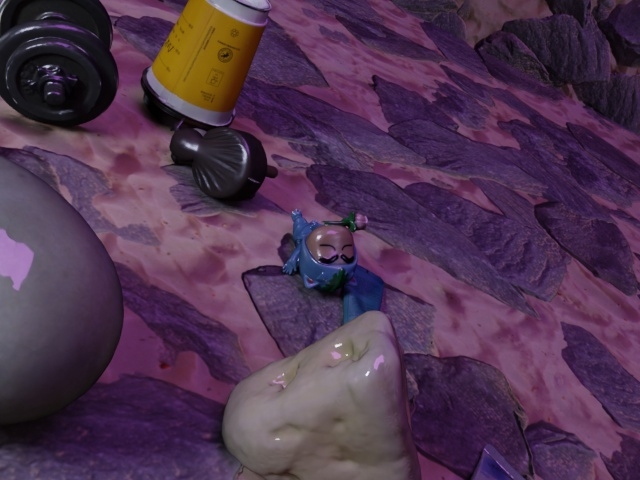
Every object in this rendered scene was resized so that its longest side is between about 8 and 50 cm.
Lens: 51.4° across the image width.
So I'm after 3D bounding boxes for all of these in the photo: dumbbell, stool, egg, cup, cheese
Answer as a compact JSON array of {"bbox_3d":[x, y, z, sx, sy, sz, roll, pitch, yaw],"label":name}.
[{"bbox_3d":[-0.440,-0.314,1.110,0.192,0.192,0.289,10,41,-30],"label":"dumbbell"},{"bbox_3d":[-0.175,-0.144,1.187,0.217,0.125,0.121,26,13,22],"label":"stool"},{"bbox_3d":[-0.370,0.037,0.690,0.352,0.258,0.258,39,35,9],"label":"egg"},{"bbox_3d":[-0.212,-0.349,1.260,0.197,0.279,0.196,24,30,-15],"label":"cup"},{"bbox_3d":[0.021,0.245,0.855,0.173,0.252,0.247,-83,148,-65],"label":"cheese"}]

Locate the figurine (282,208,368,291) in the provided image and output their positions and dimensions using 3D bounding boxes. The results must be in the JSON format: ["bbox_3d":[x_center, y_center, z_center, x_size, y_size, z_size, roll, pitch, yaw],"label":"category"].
[{"bbox_3d":[0.005,-0.002,1.138,0.114,0.144,0.178,14,28,-32],"label":"figurine"}]

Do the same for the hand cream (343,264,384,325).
[{"bbox_3d":[0.069,0.112,1.138,0.083,0.048,0.224,29,29,-8],"label":"hand cream"}]

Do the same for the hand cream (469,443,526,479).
[{"bbox_3d":[0.223,0.396,0.897,0.124,0.077,0.341,43,32,15],"label":"hand cream"}]
